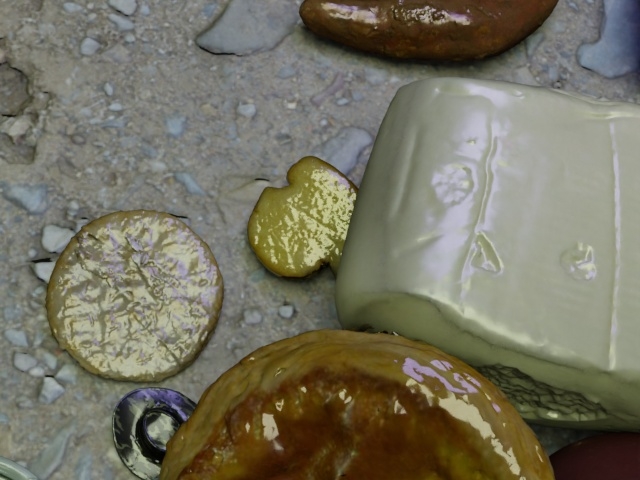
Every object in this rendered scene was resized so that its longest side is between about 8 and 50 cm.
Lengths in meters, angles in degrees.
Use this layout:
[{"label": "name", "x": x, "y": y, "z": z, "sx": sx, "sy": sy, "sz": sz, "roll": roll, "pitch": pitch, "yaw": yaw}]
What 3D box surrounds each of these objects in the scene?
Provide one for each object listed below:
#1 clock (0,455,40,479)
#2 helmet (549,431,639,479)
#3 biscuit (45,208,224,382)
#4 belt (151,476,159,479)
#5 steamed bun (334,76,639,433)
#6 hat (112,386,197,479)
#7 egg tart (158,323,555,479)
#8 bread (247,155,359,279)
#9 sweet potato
[{"label": "clock", "x": -0.391, "y": 0.352, "z": 1.331, "sx": 0.236, "sy": 0.053, "sz": 0.236, "roll": 1, "pitch": 73, "yaw": -4}, {"label": "helmet", "x": 0.299, "y": 0.334, "z": 1.275, "sx": 0.230, "sy": 0.385, "sz": 0.337, "roll": 22, "pitch": 82, "yaw": 21}, {"label": "biscuit", "x": -0.222, "y": 0.065, "z": 1.456, "sx": 0.220, "sy": 0.033, "sz": 0.220, "roll": 2, "pitch": 72, "yaw": -6}, {"label": "belt", "x": -0.144, "y": 0.327, "z": 1.350, "sx": 0.198, "sy": 0.078, "sz": 0.151, "roll": -33, "pitch": 86, "yaw": -16}, {"label": "steamed bun", "x": 0.252, "y": 0.023, "z": 1.390, "sx": 0.456, "sy": 0.290, "sz": 0.371, "roll": 20, "pitch": 65, "yaw": -5}, {"label": "hat", "x": -0.185, "y": 0.220, "z": 1.398, "sx": 0.121, "sy": 0.050, "sz": 0.121, "roll": 3, "pitch": 72, "yaw": -8}, {"label": "egg tart", "x": 0.036, "y": 0.305, "z": 1.227, "sx": 0.443, "sy": 0.178, "sz": 0.443, "roll": -3, "pitch": 80, "yaw": 19}, {"label": "bread", "x": 0.000, "y": 0.000, "z": 1.491, "sx": 0.149, "sy": 0.065, "sz": 0.188, "roll": -40, "pitch": 83, "yaw": -6}, {"label": "sweet potato", "x": 0.151, "y": -0.279, "z": 1.578, "sx": 0.354, "sy": 0.095, "sz": 0.106, "roll": -5, "pitch": 77, "yaw": -6}]
